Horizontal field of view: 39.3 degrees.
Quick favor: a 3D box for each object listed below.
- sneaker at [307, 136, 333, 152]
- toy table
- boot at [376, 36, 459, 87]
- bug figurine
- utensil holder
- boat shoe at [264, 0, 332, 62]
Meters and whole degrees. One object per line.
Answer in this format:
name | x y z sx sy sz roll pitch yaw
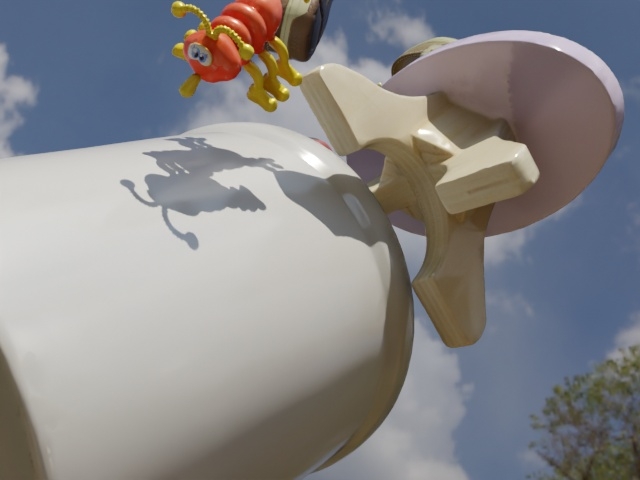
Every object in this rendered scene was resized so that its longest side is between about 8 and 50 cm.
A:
sneaker | 0.000 0.000 1.026 0.135 0.276 0.097 -16 -31 42
toy table | 0.097 -0.057 0.748 0.252 0.161 0.274 52 -43 -3
boot | 0.116 -0.180 1.068 0.165 0.213 0.077 -29 -64 -27
bug figurine | -0.114 -0.217 0.647 0.279 0.216 0.072 29 -34 8
utensil holder | -0.159 0.084 0.663 0.327 0.328 0.385 -35 -10 32
boat shoe | -0.023 -0.294 0.946 0.095 0.258 0.095 15 -43 7
